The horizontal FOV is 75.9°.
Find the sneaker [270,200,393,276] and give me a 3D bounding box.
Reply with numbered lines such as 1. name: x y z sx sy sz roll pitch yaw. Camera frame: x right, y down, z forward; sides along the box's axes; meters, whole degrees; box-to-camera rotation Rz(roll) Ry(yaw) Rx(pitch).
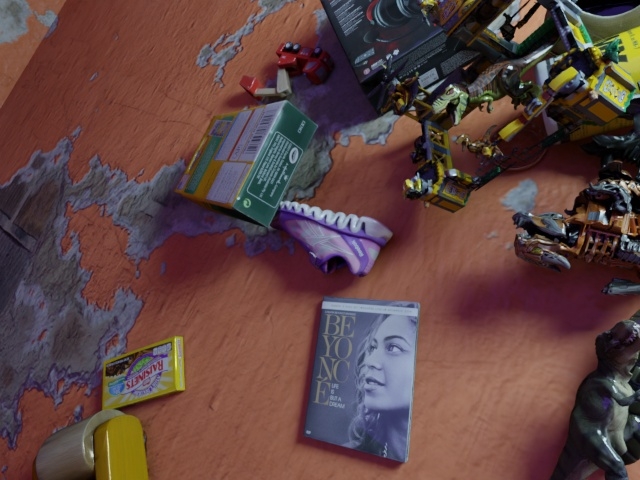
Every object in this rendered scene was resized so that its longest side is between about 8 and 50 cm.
1. sneaker: 0.000 0.000 0.702 0.236 0.095 0.105 15 86 31

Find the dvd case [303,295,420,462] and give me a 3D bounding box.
1. dvd case: 0.063 0.200 0.631 0.164 0.018 0.221 0 71 29

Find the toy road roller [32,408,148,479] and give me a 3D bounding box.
1. toy road roller: -0.432 0.462 0.664 0.202 0.240 0.330 -28 60 16

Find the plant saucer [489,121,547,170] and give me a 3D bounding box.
1. plant saucer: 0.304 -0.145 0.635 0.083 0.013 0.084 -10 67 24

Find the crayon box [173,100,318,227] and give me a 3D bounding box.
1. crayon box: -0.162 -0.151 0.808 0.323 0.083 0.203 17 79 53

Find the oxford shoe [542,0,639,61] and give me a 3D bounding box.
1. oxford shoe: 0.483 -0.312 0.532 0.348 0.130 0.123 -3 70 28

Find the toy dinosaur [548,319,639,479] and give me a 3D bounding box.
1. toy dinosaur: 0.309 0.219 0.429 0.118 0.064 0.268 29 106 44

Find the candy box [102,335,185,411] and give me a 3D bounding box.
1. candy box: -0.359 0.271 0.827 0.205 0.027 0.105 -22 65 20

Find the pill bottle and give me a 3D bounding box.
1. pill bottle: 0.402 -0.209 0.531 0.208 0.119 0.119 -12 66 32

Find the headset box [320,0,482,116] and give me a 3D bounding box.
1. headset box: 0.139 -0.418 0.772 0.218 0.110 0.293 -27 61 18

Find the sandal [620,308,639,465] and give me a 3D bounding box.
1. sandal: 0.373 0.154 0.462 0.090 0.060 0.219 32 103 39

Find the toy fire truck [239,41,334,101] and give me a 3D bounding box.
1. toy fire truck: -0.076 -0.365 0.906 0.192 0.047 0.135 28 86 33

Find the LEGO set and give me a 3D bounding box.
1. LEGO set: 0.178 -0.200 0.528 0.331 0.192 0.255 -29 50 56

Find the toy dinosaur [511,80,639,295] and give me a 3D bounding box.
1. toy dinosaur: 0.401 -0.046 0.484 0.321 0.164 0.218 -2 75 -4
